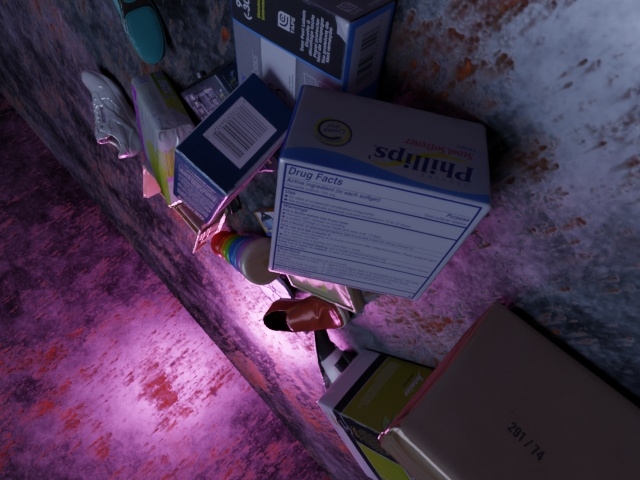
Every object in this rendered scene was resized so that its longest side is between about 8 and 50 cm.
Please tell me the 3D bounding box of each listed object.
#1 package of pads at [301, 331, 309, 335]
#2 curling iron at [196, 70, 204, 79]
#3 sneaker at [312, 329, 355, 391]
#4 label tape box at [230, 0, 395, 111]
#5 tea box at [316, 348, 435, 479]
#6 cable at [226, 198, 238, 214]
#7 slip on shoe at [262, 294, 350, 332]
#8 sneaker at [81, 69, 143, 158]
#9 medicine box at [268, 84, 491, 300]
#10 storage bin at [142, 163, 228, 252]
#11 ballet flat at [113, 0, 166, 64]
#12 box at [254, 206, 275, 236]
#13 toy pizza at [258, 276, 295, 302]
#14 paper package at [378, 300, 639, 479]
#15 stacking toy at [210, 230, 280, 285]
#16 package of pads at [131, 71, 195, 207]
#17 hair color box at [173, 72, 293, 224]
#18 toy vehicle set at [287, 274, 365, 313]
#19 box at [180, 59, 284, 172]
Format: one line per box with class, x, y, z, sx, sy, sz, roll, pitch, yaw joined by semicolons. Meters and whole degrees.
package of pads;-0.060;0.270;1.483;0.083;0.050;0.032;48;147;2
curling iron;-0.236;-0.270;1.084;0.068;0.035;0.274;15;137;46
sneaker;0.065;0.396;1.419;0.122;0.146;0.330;140;113;-87
label tape box;-0.063;-0.312;0.714;0.334;0.106;0.240;37;150;21
tea box;0.222;0.509;1.200;0.323;0.220;0.329;2;127;55
cable;-0.293;-0.179;1.240;0.139;0.072;0.287;44;152;20
slip on shoe;-0.048;0.227;1.330;0.331;0.101;0.123;-9;113;43
sneaker;-0.673;-0.400;1.423;0.305;0.152;0.114;54;154;-6
medicine box;0.070;-0.053;0.683;0.264;0.149;0.289;12;146;-2
storage bin;-0.452;-0.120;1.482;0.262;0.123;0.260;48;152;1
ballet flat;-0.416;-0.525;1.001;0.087;0.083;0.247;53;165;52
box;-0.119;-0.049;1.200;0.136;0.028;0.081;4;128;55
toy pizza;-0.149;0.153;1.485;0.201;0.032;0.201;34;149;24
paper package;0.318;0.322;0.737;0.325;0.309;0.168;40;155;18
stacking toy;-0.246;0.031;1.396;0.330;0.141;0.141;20;141;54
package of pads;-0.412;-0.258;1.205;0.229;0.101;0.296;57;153;25
hair color box;-0.170;-0.142;0.812;0.105;0.174;0.347;43;164;-11
toy vehicle set;-0.011;0.086;1.203;0.267;0.035;0.166;17;139;45
box;-0.176;-0.252;0.969;0.183;0.059;0.232;6;139;53
